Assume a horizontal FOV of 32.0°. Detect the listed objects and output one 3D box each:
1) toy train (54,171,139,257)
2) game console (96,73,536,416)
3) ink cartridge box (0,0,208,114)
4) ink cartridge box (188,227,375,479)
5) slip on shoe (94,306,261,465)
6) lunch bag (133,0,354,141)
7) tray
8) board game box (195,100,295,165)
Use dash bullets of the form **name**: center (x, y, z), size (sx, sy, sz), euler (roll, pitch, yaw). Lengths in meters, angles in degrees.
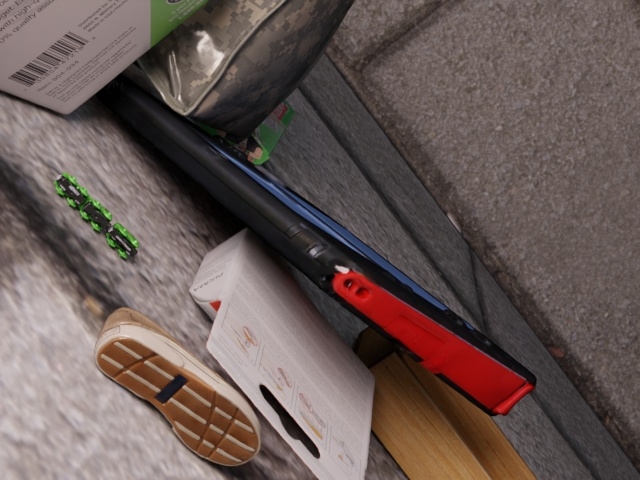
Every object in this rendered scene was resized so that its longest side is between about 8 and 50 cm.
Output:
- **toy train**: center (-0.164, -0.019, 0.822), size (0.083, 0.017, 0.023), euler (49, 4, -24)
- **game console**: center (0.000, 0.000, 1.004), size (0.386, 0.060, 0.342), euler (38, -1, 42)
- **ink cartridge box**: center (-0.202, -0.211, 0.770), size (0.114, 0.198, 0.273), euler (57, 12, 16)
- **ink cartridge box**: center (-0.034, 0.109, 0.897), size (0.189, 0.066, 0.232), euler (51, 21, -15)
- **slip on shoe**: center (-0.089, 0.094, 0.724), size (0.135, 0.051, 0.041), euler (40, 20, -24)
- **lunch bag**: center (-0.055, -0.253, 1.053), size (0.169, 0.287, 0.235), euler (45, 6, 7)
- **tray**: center (0.178, 0.270, 1.189), size (0.411, 0.076, 0.203), euler (54, 12, -5)
- **board game box**: center (-0.126, -0.205, 1.396), size (0.213, 0.046, 0.317), euler (52, 12, -10)
